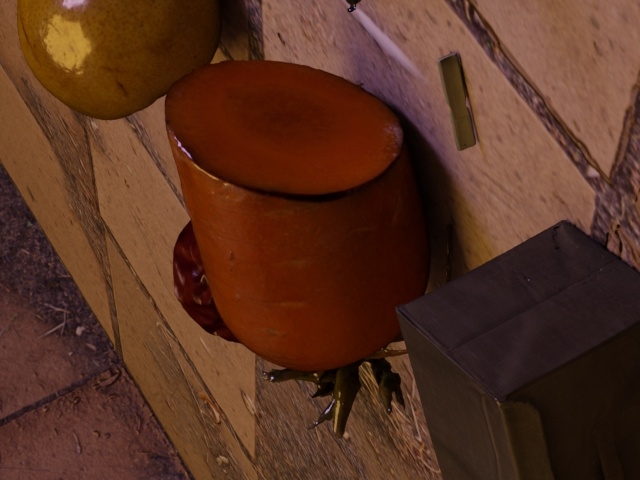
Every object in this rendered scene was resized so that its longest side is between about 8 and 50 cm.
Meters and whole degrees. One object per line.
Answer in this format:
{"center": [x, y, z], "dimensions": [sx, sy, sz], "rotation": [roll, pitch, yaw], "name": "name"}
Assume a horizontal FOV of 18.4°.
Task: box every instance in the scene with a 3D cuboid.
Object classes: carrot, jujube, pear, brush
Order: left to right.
{"center": [-0.197, -0.226, 1.911], "dimensions": [0.209, 0.209, 0.209], "rotation": [55, 163, 26], "name": "pear"}
{"center": [-0.063, 0.016, 1.971], "dimensions": [0.155, 0.155, 0.230], "rotation": [61, 161, 7], "name": "jujube"}
{"center": [0.000, 0.000, 1.667], "dimensions": [0.193, 0.214, 0.331], "rotation": [-108, 7, -48], "name": "carrot"}
{"center": [0.102, -0.105, 1.486], "dimensions": [0.013, 0.016, 0.084], "rotation": [-118, 10, -56], "name": "brush"}

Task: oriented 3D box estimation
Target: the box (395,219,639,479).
{"center": [0.173, 0.136, 1.407], "dimensions": [0.155, 0.149, 0.231], "rotation": [40, 153, 54], "name": "box"}

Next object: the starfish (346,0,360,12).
{"center": [0.048, -0.282, 1.134], "dimensions": [0.358, 0.078, 0.347], "rotation": [-19, 127, 40], "name": "starfish"}
